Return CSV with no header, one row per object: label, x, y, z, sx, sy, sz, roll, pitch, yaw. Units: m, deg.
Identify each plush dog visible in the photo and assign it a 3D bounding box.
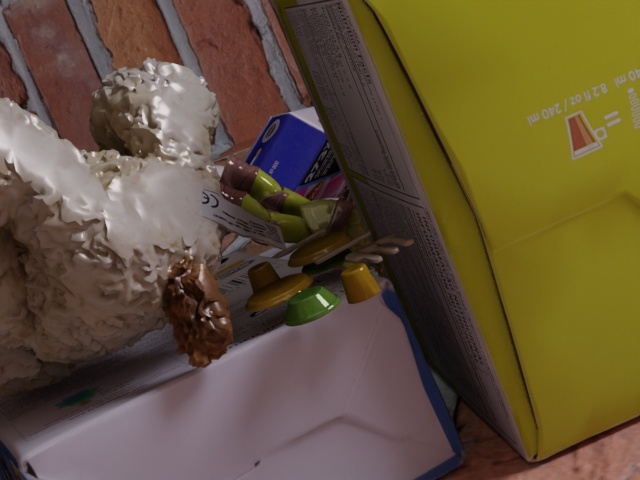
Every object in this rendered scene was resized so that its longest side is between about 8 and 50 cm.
plush dog,-0.172,0.025,0.869,0.225,0.210,0.262,-37,-7,39

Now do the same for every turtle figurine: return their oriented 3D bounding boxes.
turtle figurine,0.000,0.000,1.223,0.269,0.217,0.087,-72,4,-49

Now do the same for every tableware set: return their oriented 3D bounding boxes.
tableware set,-0.005,0.027,0.864,0.104,0.024,0.154,-29,14,-20

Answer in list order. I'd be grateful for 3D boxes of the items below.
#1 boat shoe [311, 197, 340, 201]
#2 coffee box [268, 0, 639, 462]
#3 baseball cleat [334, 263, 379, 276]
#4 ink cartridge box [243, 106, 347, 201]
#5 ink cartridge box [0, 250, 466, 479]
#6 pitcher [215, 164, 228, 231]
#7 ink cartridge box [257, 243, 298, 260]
boat shoe,0.021,-0.022,1.693,0.183,0.065,0.083,-15,9,24
coffee box,0.196,-0.093,0.975,0.338,0.338,0.334,-24,11,-5
baseball cleat,-0.017,0.076,1.286,0.206,0.109,0.072,1,42,-21
ink cartridge box,-0.022,-0.100,1.801,0.175,0.069,0.371,-58,-13,19
ink cartridge box,-0.110,0.128,1.001,0.270,0.151,0.395,-25,13,-19
pitcher,-0.168,-0.063,2.184,0.207,0.125,0.178,-13,-11,-5
ink cartridge box,-0.044,0.034,1.480,0.275,0.060,0.239,-28,6,-41
